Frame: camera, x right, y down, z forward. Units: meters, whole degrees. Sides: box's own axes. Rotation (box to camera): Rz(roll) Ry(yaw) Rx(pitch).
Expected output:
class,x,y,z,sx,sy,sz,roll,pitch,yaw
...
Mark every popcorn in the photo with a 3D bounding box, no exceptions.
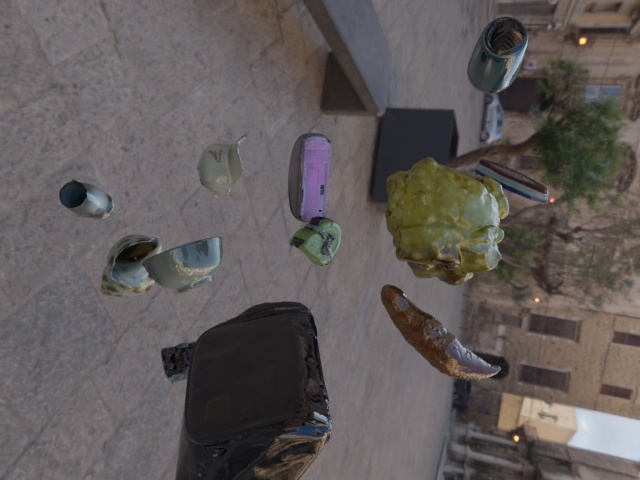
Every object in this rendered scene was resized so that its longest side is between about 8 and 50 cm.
class,x,y,z,sx,sy,sz,roll,pitch,yaw
popcorn,0.295,-0.055,1.215,0.312,0.311,0.313,8,90,-72

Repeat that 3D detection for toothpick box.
class,x,y,z,sx,sy,sz,roll,pitch,yaw
toothpick box,0.411,-0.429,1.130,0.184,0.120,0.121,25,74,-79

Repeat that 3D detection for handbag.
class,x,y,z,sx,sy,sz,roll,pitch,yaw
handbag,-0.121,0.242,0.751,0.275,0.177,0.302,-59,-159,25

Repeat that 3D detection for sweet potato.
class,x,y,z,sx,sy,sz,roll,pitch,yaw
sweet potato,0.272,0.243,1.167,0.106,0.354,0.095,-53,-179,-22

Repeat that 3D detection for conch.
class,x,y,z,sx,sy,sz,roll,pitch,yaw
conch,-0.767,0.110,1.955,0.368,0.197,0.249,-55,147,6

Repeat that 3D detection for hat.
class,x,y,z,sx,sy,sz,roll,pitch,yaw
hat,-0.450,-0.367,2.231,0.167,0.301,0.258,9,68,-30

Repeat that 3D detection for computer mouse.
class,x,y,z,sx,sy,sz,roll,pitch,yaw
computer mouse,-0.034,-0.218,1.710,0.158,0.071,0.311,-6,106,-36

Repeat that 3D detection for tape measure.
class,x,y,z,sx,sy,sz,roll,pitch,yaw
tape measure,0.000,0.000,1.560,0.154,0.087,0.177,-58,142,-14

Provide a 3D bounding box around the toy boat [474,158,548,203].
class,x,y,z,sx,sy,sz,roll,pitch,yaw
toy boat,0.568,-0.177,1.440,0.080,0.228,0.046,-37,149,-36

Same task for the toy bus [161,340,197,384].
class,x,y,z,sx,sy,sz,roll,pitch,yaw
toy bus,-0.307,0.294,1.205,0.092,0.160,0.079,115,-40,-57

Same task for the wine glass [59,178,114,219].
class,x,y,z,sx,sy,sz,roll,pitch,yaw
wine glass,-0.768,-0.131,1.609,0.204,0.111,0.111,85,16,-82

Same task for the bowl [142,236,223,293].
class,x,y,z,sx,sy,sz,roll,pitch,yaw
bowl,-0.463,0.099,1.719,0.146,0.289,0.289,70,19,3
